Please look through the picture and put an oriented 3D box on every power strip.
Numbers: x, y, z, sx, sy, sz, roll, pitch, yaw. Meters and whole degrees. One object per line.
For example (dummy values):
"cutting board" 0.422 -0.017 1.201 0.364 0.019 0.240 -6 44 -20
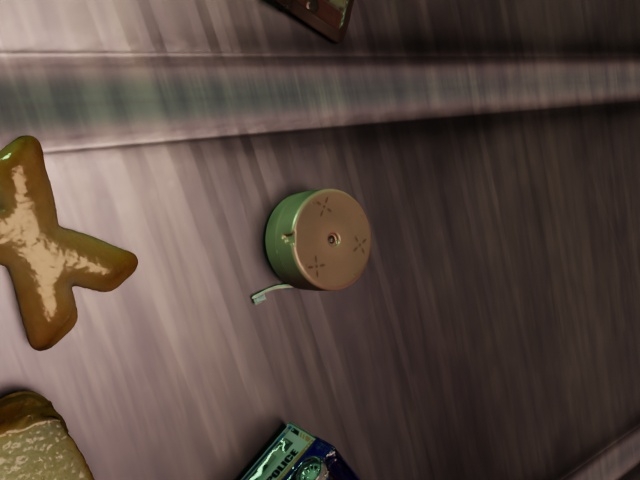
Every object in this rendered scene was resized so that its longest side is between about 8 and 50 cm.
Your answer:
"power strip" 0.000 0.000 0.934 0.154 0.078 0.154 3 85 -37

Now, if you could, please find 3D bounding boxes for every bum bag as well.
"bum bag" -0.013 -0.373 0.933 0.159 0.026 0.109 21 82 -42

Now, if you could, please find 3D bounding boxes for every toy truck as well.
"toy truck" -0.074 0.403 0.879 0.268 0.155 0.124 -44 118 -23

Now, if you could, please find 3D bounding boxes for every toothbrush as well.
"toothbrush" -0.036 0.064 0.960 0.162 0.014 0.017 -21 93 -34

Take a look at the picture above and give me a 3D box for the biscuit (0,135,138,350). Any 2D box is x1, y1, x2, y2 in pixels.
"biscuit" -0.325 0.006 0.714 0.164 0.047 0.208 -48 120 -25

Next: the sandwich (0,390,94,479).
"sandwich" -0.377 0.311 0.677 0.251 0.087 0.226 -28 112 -35
